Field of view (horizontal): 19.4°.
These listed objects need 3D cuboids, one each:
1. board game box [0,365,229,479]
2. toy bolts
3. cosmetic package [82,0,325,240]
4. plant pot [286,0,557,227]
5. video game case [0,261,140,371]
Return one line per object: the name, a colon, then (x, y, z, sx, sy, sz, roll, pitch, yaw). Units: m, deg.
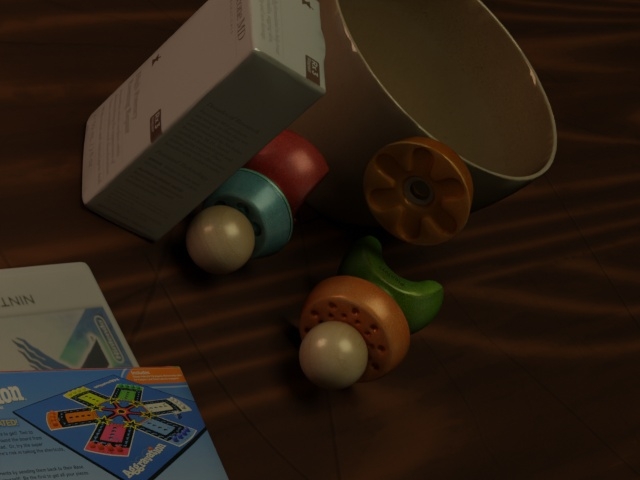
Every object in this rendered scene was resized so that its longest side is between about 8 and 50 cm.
board game box: (-0.180, 0.158, 1.319, 0.281, 0.027, 0.145, 3, 55, -48)
toy bolts: (0.000, 0.000, 1.625, 0.228, 0.218, 0.158, 33, 38, 8)
cosmetic package: (-0.100, -0.114, 1.569, 0.085, 0.231, 0.117, 27, 38, -30)
plant pot: (0.060, -0.122, 1.806, 0.284, 0.191, 0.284, 31, 36, -26)
video game case: (-0.211, 0.166, 1.332, 0.300, 0.036, 0.329, -5, 61, -52)
